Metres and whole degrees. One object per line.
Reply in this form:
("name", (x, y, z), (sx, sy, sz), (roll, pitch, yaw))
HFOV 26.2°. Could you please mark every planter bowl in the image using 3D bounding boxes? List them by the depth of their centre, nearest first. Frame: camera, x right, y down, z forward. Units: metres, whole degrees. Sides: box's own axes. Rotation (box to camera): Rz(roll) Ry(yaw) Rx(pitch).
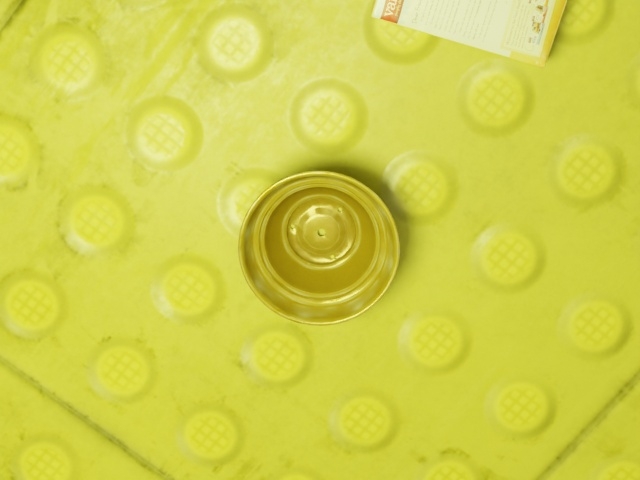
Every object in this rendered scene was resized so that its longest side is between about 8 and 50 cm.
("planter bowl", (0.000, 0.000, 1.878), (0.217, 0.090, 0.217), (1, 107, 3))

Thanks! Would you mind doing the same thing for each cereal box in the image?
("cereal box", (0.202, -0.340, 1.785), (0.240, 0.047, 0.173), (17, 107, -2))
